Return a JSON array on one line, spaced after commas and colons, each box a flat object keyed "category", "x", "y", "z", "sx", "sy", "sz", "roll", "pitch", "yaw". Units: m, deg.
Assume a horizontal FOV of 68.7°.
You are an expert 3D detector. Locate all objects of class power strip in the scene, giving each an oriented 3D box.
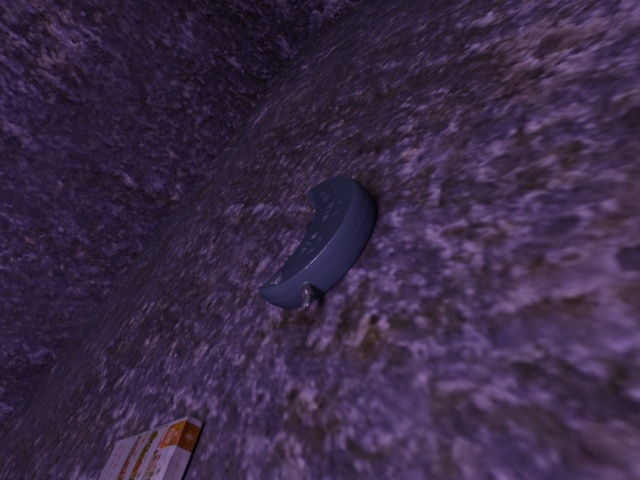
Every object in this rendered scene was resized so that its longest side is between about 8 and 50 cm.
[{"category": "power strip", "x": 0.000, "y": 0.000, "z": 0.679, "sx": 0.167, "sy": 0.054, "sz": 0.253, "roll": -26, "pitch": 32, "yaw": 44}]

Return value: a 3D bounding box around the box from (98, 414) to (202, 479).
[{"category": "box", "x": -0.255, "y": 0.325, "z": 0.656, "sx": 0.220, "sy": 0.032, "sz": 0.122, "roll": -31, "pitch": 28, "yaw": 36}]
